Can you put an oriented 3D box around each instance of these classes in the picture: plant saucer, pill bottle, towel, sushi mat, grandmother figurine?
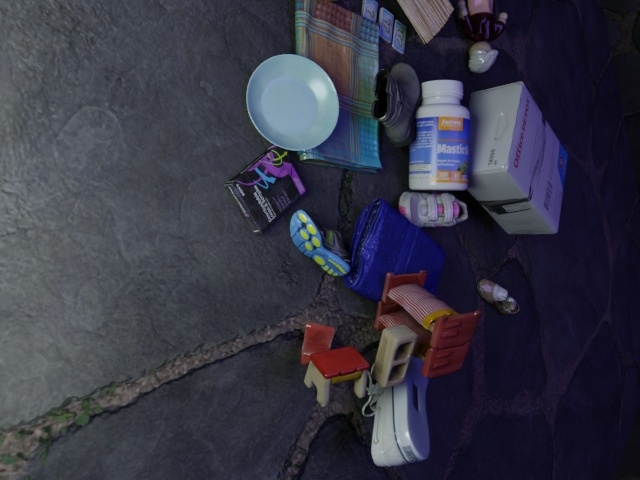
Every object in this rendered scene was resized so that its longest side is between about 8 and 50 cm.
[{"bbox_3d":[-0.058,-0.274,1.059,0.194,0.037,0.195,1,87,-21],"label":"plant saucer"},{"bbox_3d":[0.307,-0.266,1.354,0.152,0.152,0.272,-5,97,-45],"label":"pill bottle"},{"bbox_3d":[0.047,-0.348,1.189,0.271,0.040,0.371,1,89,-46],"label":"towel"},{"bbox_3d":[0.224,-0.675,1.339,0.316,0.019,0.151,48,65,-24],"label":"sushi mat"},{"bbox_3d":[0.502,-0.698,1.639,0.207,0.104,0.343,-2,92,-18],"label":"grandmother figurine"},{"bbox_3d":[0.183,0.060,1.290,0.308,0.076,0.228,32,73,-40],"label":"towel"}]

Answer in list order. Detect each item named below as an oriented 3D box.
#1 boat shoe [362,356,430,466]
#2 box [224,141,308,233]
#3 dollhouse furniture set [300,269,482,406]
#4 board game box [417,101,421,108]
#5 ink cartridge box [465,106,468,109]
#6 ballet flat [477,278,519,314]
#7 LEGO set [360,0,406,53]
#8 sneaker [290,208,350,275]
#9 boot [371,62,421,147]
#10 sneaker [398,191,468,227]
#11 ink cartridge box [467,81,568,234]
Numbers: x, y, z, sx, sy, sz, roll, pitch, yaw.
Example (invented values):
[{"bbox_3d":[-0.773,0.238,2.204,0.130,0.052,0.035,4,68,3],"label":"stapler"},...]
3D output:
[{"bbox_3d":[0.158,0.357,1.204,0.136,0.156,0.367,51,26,-25],"label":"boat shoe"},{"bbox_3d":[-0.103,-0.105,1.038,0.162,0.029,0.116,-47,119,-34],"label":"box"},{"bbox_3d":[0.123,0.185,1.093,0.374,0.201,0.152,-3,116,-32],"label":"dollhouse furniture set"},{"bbox_3d":[0.322,-0.317,1.477,0.126,0.026,0.186,-14,98,-45],"label":"board game box"},{"bbox_3d":[0.481,-0.290,1.613,0.171,0.056,0.235,-17,99,-44],"label":"ink cartridge box"},{"bbox_3d":[0.575,0.179,1.671,0.206,0.067,0.073,33,66,-38],"label":"ballet flat"},{"bbox_3d":[0.189,-0.632,1.341,0.182,0.060,0.244,14,81,-44],"label":"LEGO set"},{"bbox_3d":[0.000,0.000,1.122,0.188,0.067,0.078,46,36,-31],"label":"sneaker"},{"bbox_3d":[0.179,-0.361,1.252,0.161,0.083,0.247,42,48,-55],"label":"boot"},{"bbox_3d":[0.301,-0.084,1.382,0.252,0.111,0.103,-7,93,-45],"label":"sneaker"},{"bbox_3d":[0.574,-0.227,1.550,0.395,0.166,0.286,34,65,-41],"label":"ink cartridge box"}]
